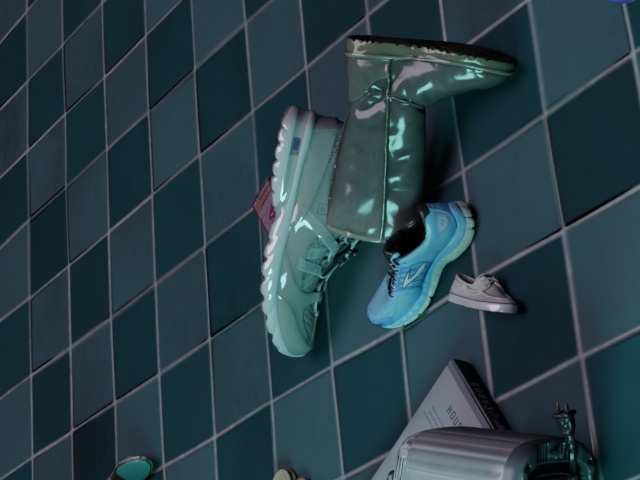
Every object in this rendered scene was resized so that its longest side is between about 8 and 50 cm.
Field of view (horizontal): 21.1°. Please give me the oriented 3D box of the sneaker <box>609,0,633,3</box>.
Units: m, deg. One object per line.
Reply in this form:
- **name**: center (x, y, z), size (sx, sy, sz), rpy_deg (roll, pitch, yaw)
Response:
- **sneaker**: center (0.249, -0.327, 1.577), size (0.146, 0.102, 0.293), rpy_deg (-35, 47, 52)

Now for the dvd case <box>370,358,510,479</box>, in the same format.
- **dvd case**: center (0.111, 0.260, 1.653), size (0.239, 0.029, 0.179), rpy_deg (-59, 37, 26)

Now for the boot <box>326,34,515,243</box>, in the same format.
- **boot**: center (0.098, -0.097, 1.731), size (0.189, 0.076, 0.209), rpy_deg (8, 103, 21)

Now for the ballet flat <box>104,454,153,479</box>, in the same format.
- **ballet flat**: center (-0.247, 0.296, 2.188), size (0.114, 0.041, 0.041), rpy_deg (-47, 44, 37)

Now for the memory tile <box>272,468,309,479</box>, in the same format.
- **memory tile**: center (-0.021, 0.317, 1.854), size (0.148, 0.012, 0.113), rpy_deg (23, 99, 57)

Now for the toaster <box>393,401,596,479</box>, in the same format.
- **toaster**: center (0.145, 0.246, 1.481), size (0.146, 0.129, 0.227), rpy_deg (4, 93, 43)

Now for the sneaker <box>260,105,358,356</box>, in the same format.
- **sneaker**: center (0.000, 0.000, 1.842), size (0.105, 0.115, 0.281), rpy_deg (-77, -7, -67)

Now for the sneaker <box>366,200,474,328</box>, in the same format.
- **sneaker**: center (0.085, 0.019, 1.729), size (0.162, 0.073, 0.063), rpy_deg (-59, 37, 28)

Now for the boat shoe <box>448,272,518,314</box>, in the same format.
- **boat shoe**: center (0.157, 0.049, 1.647), size (0.100, 0.035, 0.035), rpy_deg (15, 95, 64)

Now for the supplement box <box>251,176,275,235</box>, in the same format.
- **supplement box**: center (-0.035, -0.027, 1.946), size (0.043, 0.055, 0.083), rpy_deg (-60, 38, 24)
